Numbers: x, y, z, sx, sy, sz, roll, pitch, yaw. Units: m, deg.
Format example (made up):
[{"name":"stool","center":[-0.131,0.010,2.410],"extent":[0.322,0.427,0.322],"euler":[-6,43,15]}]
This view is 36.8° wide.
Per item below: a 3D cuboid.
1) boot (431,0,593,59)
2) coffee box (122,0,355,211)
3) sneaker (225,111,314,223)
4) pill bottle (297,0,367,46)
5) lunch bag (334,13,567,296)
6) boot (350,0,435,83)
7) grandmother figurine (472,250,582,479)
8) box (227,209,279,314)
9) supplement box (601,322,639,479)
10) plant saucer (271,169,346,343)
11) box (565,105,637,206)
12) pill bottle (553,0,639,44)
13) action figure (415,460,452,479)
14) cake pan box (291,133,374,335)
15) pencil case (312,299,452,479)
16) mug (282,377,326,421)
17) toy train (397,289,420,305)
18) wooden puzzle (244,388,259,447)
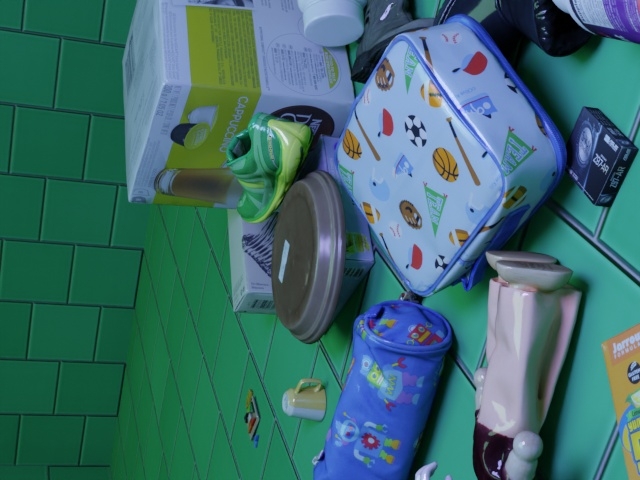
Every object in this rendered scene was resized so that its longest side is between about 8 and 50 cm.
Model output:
[{"name":"boot","center":[0.207,-0.233,1.033],"extent":[0.207,0.094,0.247],"euler":[-113,39,-60]},{"name":"coffee box","center":[-0.161,-0.286,1.735],"extent":[0.338,0.334,0.338],"euler":[122,145,-52]},{"name":"sneaker","center":[-0.097,-0.129,1.609],"extent":[0.109,0.123,0.295],"euler":[-60,1,-30]},{"name":"pill bottle","center":[0.018,-0.435,1.587],"extent":[0.119,0.119,0.209],"euler":[135,136,-62]},{"name":"lunch bag","center":[0.137,-0.079,1.077],"extent":[0.243,0.114,0.303],"euler":[56,154,18]},{"name":"boot","center":[0.110,-0.323,1.366],"extent":[0.246,0.083,0.161],"euler":[170,110,-69]},{"name":"grandmother figurine","center":[0.195,0.190,0.982],"extent":[0.208,0.104,0.343],"euler":[-42,-42,-78]},{"name":"box","center":[-0.115,0.003,1.875],"extent":[0.094,0.113,0.275],"euler":[124,144,-53]},{"name":"supplement box","center":[0.286,0.178,0.740],"extent":[0.078,0.080,0.234],"euler":[130,143,-55]},{"name":"plant saucer","center":[-0.026,0.025,1.528],"extent":[0.278,0.041,0.278],"euler":[-176,90,-71]},{"name":"box","center":[0.269,-0.082,0.937],"extent":[0.083,0.018,0.067],"euler":[-111,31,-52]},{"name":"pill bottle","center":[0.275,-0.223,0.820],"extent":[0.193,0.108,0.108],"euler":[-132,50,-65]},{"name":"action figure","center":[0.103,0.396,0.871],"extent":[0.248,0.275,0.370],"euler":[40,162,30]},{"name":"cake pan box","center":[0.000,0.000,1.614],"extent":[0.267,0.070,0.246],"euler":[120,151,-50]},{"name":"pencil case","center":[0.074,0.226,1.256],"extent":[0.119,0.133,0.306],"euler":[-49,-25,-64]},{"name":"mug","center":[-0.029,0.268,1.636],"extent":[0.062,0.064,0.078],"euler":[-171,86,-71]},{"name":"toy train","center":[0.117,0.089,1.317],"extent":[0.158,0.027,0.036],"euler":[114,156,-43]},{"name":"wooden puzzle","center":[-0.146,0.373,2.019],"extent":[0.116,0.014,0.079],"euler":[-119,38,-57]}]
